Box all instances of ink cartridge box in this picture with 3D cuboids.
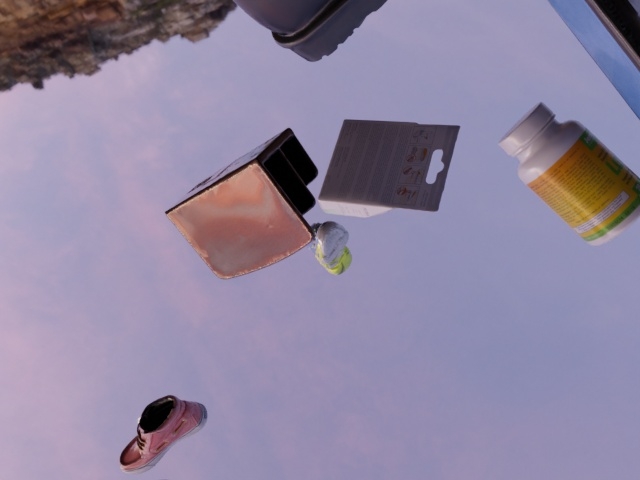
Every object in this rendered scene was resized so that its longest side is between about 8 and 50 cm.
[{"bbox_3d":[0.124,-0.127,1.129,0.225,0.056,0.180,8,-113,24],"label":"ink cartridge box"}]

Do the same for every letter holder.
[{"bbox_3d":[-0.141,-0.064,1.359,0.302,0.214,0.152,-24,-161,37],"label":"letter holder"}]

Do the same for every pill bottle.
[{"bbox_3d":[0.432,-0.120,1.091,0.246,0.136,0.136,44,-109,1],"label":"pill bottle"}]

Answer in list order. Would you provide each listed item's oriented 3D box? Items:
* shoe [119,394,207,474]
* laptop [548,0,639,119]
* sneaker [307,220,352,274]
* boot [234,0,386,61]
[{"bbox_3d":[-0.272,0.308,1.008,0.178,0.081,0.063,-36,-131,10],"label":"shoe"},{"bbox_3d":[0.357,-0.157,0.695,0.382,0.236,0.408,46,-126,-11],"label":"laptop"},{"bbox_3d":[0.000,0.000,1.477,0.126,0.240,0.091,39,-105,22],"label":"sneaker"},{"bbox_3d":[-0.008,-0.222,0.305,0.246,0.207,0.094,-40,-131,27],"label":"boot"}]
